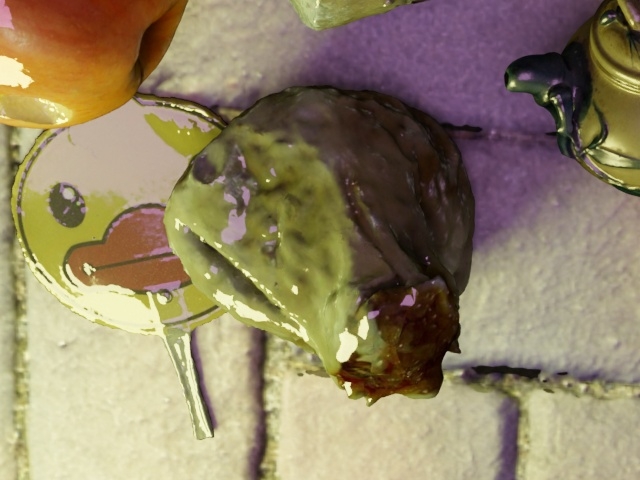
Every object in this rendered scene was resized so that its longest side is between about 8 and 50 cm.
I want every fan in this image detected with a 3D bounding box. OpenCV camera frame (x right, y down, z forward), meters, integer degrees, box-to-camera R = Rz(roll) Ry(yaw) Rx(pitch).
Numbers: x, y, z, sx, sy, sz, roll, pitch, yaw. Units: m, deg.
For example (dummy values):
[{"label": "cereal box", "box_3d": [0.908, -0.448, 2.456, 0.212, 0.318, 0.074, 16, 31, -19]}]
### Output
[{"label": "fan", "box_3d": [-0.138, 0.019, 1.620, 0.229, 0.011, 0.335, -12, 107, 9]}]

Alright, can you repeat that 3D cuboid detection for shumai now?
[{"label": "shumai", "box_3d": [0.000, 0.000, 1.486, 0.260, 0.222, 0.225, 17, 110, 1]}]

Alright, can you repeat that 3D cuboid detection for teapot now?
[{"label": "teapot", "box_3d": [0.273, -0.134, 1.423, 0.269, 0.173, 0.182, -11, 141, 4]}]

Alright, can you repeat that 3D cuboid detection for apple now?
[{"label": "apple", "box_3d": [-0.220, -0.204, 1.436, 0.241, 0.242, 0.242, 25, 110, -8]}]

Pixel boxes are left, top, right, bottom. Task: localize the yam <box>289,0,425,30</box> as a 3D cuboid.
[{"label": "yam", "box_3d": [0.106, -0.249, 1.446, 0.330, 0.133, 0.133, -11, 107, 7]}]
